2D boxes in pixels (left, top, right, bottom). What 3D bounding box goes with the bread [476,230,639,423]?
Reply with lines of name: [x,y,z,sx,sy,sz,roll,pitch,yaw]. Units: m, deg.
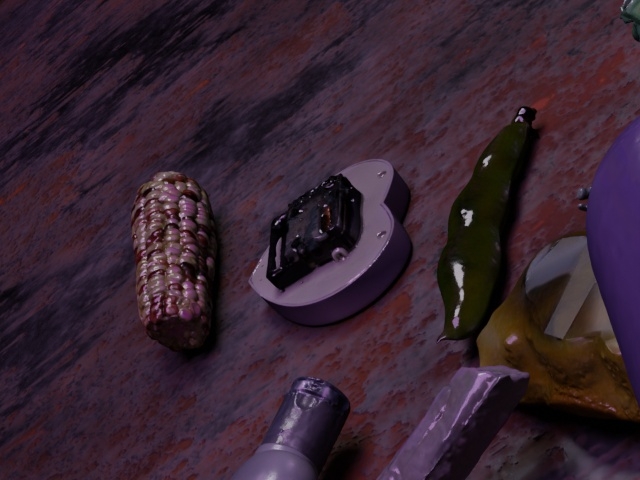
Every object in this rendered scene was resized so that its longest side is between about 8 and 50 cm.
bread: [0.208,0.052,1.096,0.160,0.088,0.233,-55,28,-17]

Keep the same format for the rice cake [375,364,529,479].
rice cake: [0.052,0.192,1.088,0.270,0.049,0.055,-54,40,1]

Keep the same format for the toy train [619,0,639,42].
toy train: [0.359,-0.165,1.148,0.188,0.159,0.271,-49,26,7]

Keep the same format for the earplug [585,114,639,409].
earplug: [0.264,0.073,0.821,0.215,0.215,0.456,-34,31,15]

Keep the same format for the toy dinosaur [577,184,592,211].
toy dinosaur: [0.279,-0.050,1.083,0.242,0.167,0.053,-21,66,37]

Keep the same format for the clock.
clock: [0.000,0.000,1.468,0.172,0.064,0.198,-29,29,22]

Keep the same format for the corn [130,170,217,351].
corn: [-0.153,0.023,1.615,0.092,0.092,0.280,-34,30,16]

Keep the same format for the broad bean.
broad bean: [0.137,-0.014,1.332,0.060,0.043,0.297,-12,37,29]

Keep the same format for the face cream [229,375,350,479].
face cream: [-0.057,0.232,1.171,0.144,0.071,0.291,-50,11,54]
